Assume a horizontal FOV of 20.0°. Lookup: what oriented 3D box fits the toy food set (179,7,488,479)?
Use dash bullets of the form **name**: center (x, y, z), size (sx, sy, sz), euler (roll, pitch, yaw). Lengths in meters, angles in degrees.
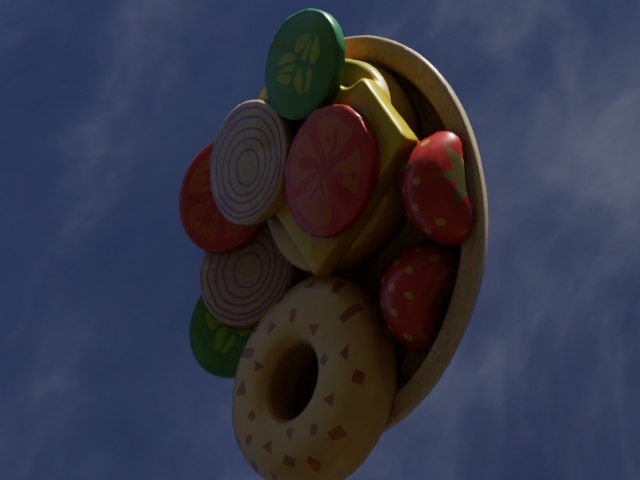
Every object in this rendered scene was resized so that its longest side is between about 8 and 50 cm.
- **toy food set**: center (0.000, 0.000, 0.354), size (0.083, 0.020, 0.082), euler (-58, -135, 27)
